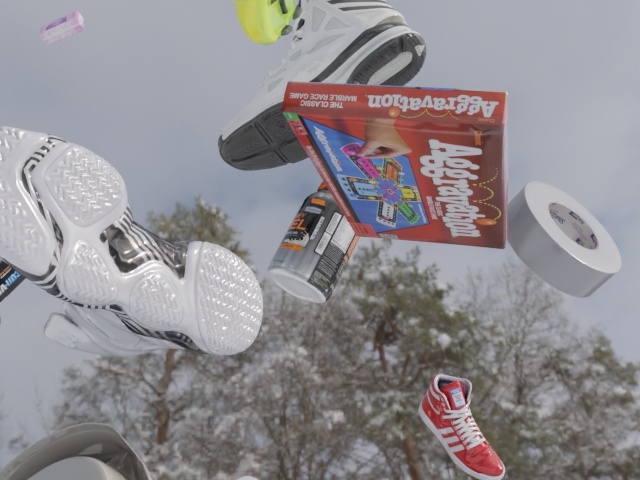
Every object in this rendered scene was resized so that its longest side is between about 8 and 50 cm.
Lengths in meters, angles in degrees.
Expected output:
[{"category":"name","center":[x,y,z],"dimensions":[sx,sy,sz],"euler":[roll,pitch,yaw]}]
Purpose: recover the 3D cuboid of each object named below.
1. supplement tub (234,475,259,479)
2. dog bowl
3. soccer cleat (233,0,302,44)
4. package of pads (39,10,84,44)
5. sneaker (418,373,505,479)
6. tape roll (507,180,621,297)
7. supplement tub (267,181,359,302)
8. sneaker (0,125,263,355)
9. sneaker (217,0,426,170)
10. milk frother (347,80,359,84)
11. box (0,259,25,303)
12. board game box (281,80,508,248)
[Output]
[{"category":"supplement tub","center":[-0.049,0.419,0.784],"dimensions":[0.228,0.316,0.228],"euler":[-42,-10,-9]},{"category":"dog bowl","center":[-0.370,0.426,1.117],"dimensions":[0.349,0.348,0.102],"euler":[-22,-56,17]},{"category":"soccer cleat","center":[-0.083,-0.334,0.899],"dimensions":[0.121,0.289,0.093],"euler":[-4,-24,8]},{"category":"package of pads","center":[-0.499,-0.411,1.557],"dimensions":[0.083,0.050,0.032],"euler":[-24,-57,1]},{"category":"sneaker","center":[0.149,0.189,0.830],"dimensions":[0.042,0.118,0.067],"euler":[-18,-45,-33]},{"category":"tape roll","center":[0.428,-0.004,1.440],"dimensions":[0.219,0.219,0.072],"euler":[19,-53,-26]},{"category":"supplement tub","center":[0.000,0.000,1.361],"dimensions":[0.117,0.190,0.117],"euler":[23,-21,9]},{"category":"sneaker","center":[-0.248,0.027,0.822],"dimensions":[0.210,0.137,0.366],"euler":[-13,-36,40]},{"category":"sneaker","center":[-0.033,-0.335,1.612],"dimensions":[0.448,0.257,0.169],"euler":[-32,-34,4]},{"category":"milk frother","center":[0.111,-0.180,1.219],"dimensions":[0.135,0.143,0.129],"euler":[13,-34,-33]},{"category":"box","center":[-0.565,0.061,1.409],"dimensions":[0.051,0.175,0.220],"euler":[49,-22,-20]},{"category":"board game box","center":[0.075,-0.048,0.642],"dimensions":[0.145,0.027,0.281],"euler":[4,-16,15]}]
